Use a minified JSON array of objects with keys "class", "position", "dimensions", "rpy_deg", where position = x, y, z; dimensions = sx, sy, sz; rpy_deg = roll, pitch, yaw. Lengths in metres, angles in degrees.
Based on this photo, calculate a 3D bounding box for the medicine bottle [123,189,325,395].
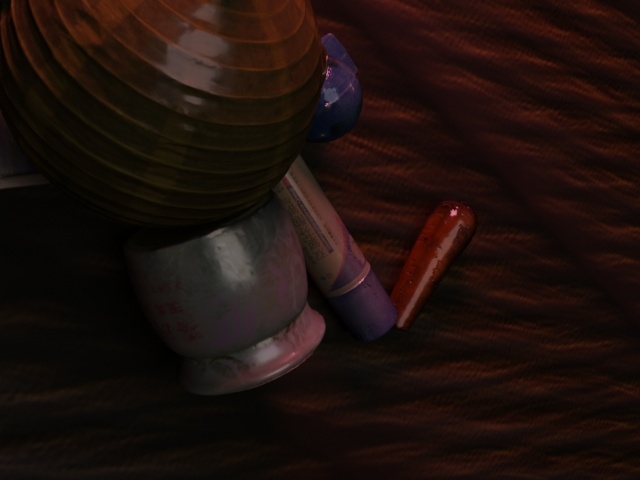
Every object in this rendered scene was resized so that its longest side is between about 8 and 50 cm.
[{"class":"medicine bottle","position":[-0.081,0.042,0.655],"dimensions":[0.147,0.147,0.143],"rpy_deg":[-28,110,-29]}]

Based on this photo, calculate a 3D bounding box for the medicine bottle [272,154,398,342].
[{"class":"medicine bottle","position":[0.000,0.000,0.758],"dimensions":[0.059,0.059,0.231],"rpy_deg":[-44,114,-23]}]

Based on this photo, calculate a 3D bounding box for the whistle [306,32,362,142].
[{"class":"whistle","position":[0.007,-0.146,0.721],"dimensions":[0.090,0.090,0.158],"rpy_deg":[51,53,-24]}]

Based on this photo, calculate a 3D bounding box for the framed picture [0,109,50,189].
[{"class":"framed picture","position":[-0.286,-0.137,0.591],"dimensions":[0.150,0.015,0.203],"rpy_deg":[-10,98,-33]}]

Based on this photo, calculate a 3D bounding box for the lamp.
[{"class":"lamp","position":[-0.107,-0.142,0.548],"dimensions":[0.250,0.284,0.250],"rpy_deg":[16,55,-24]}]

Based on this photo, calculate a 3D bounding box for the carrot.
[{"class":"carrot","position":[0.120,0.027,0.845],"dimensions":[0.055,0.055,0.162],"rpy_deg":[39,79,-28]}]
